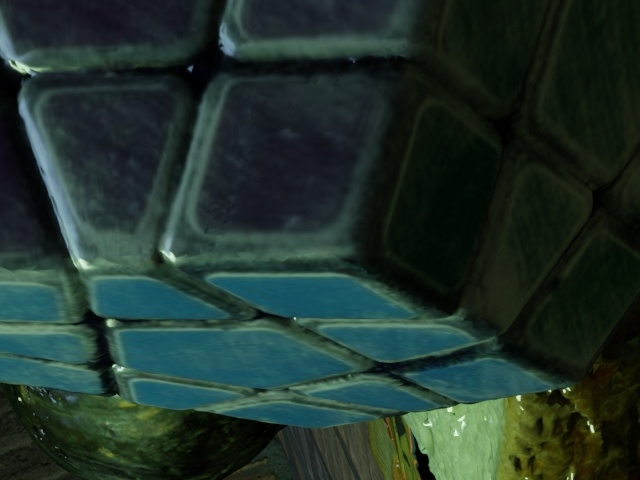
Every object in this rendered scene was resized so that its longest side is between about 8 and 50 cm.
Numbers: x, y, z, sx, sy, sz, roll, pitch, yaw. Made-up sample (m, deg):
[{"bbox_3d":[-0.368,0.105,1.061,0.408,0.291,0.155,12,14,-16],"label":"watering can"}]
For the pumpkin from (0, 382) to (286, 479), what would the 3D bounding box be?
[{"bbox_3d":[-0.178,0.040,1.739,0.454,0.344,0.454,168,90,-89],"label":"pumpkin"}]

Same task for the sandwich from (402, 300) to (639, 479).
[{"bbox_3d":[0.075,0.031,0.827,0.254,0.100,0.288,80,167,-53],"label":"sandwich"}]

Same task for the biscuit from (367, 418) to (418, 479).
[{"bbox_3d":[0.097,0.254,1.540,0.172,0.029,0.254,84,164,-61],"label":"biscuit"}]

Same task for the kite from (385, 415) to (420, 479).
[{"bbox_3d":[0.035,0.044,1.345,0.327,0.013,0.377,92,164,-82],"label":"kite"}]

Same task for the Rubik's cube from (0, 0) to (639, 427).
[{"bbox_3d":[-0.016,-0.091,0.510,0.319,0.319,0.264,94,180,-73],"label":"Rubik's cube"}]

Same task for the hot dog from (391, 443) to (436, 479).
[{"bbox_3d":[0.101,0.209,1.323,0.215,0.047,0.066,-134,39,-73],"label":"hot dog"}]
